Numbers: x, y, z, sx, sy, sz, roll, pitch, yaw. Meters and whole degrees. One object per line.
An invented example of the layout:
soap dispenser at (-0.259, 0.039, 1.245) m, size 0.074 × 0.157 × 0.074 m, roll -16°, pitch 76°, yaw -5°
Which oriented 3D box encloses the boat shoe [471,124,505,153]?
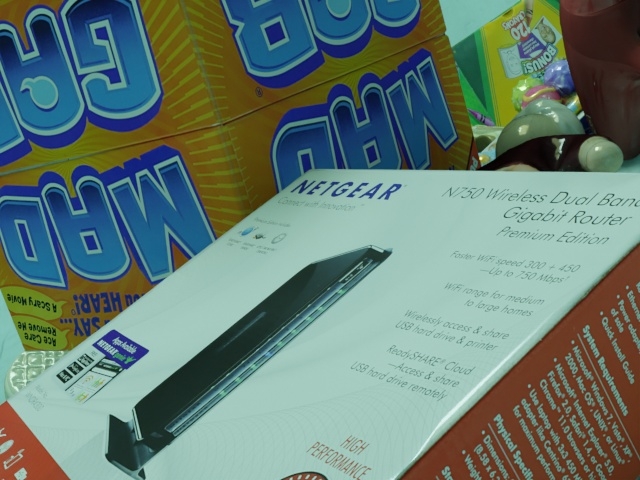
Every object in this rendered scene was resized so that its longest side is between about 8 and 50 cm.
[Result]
boat shoe at (0.239, -0.141, 1.303) m, size 0.048 × 0.056 × 0.153 m, roll -25°, pitch 7°, yaw -8°

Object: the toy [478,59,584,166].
toy at (0.250, -0.154, 1.062) m, size 0.237 × 0.056 × 0.137 m, roll -48°, pitch 19°, yaw 3°

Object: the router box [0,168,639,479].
router box at (-0.016, 0.080, 0.462) m, size 0.301 × 0.082 × 0.335 m, roll -39°, pitch 21°, yaw -21°

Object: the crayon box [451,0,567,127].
crayon box at (0.315, -0.281, 1.448) m, size 0.278 × 0.165 × 0.081 m, roll -37°, pitch 8°, yaw -26°

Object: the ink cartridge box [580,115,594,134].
ink cartridge box at (0.383, -0.221, 1.176) m, size 0.175 × 0.069 × 0.371 m, roll -25°, pitch 13°, yaw 50°

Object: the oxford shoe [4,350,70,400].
oxford shoe at (-0.266, 0.141, 1.325) m, size 0.449 × 0.169 × 0.130 m, roll -38°, pitch -30°, yaw -44°

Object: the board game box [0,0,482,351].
board game box at (-0.109, -0.129, 0.879) m, size 0.356 × 0.356 × 0.356 m, roll -6°, pitch 17°, yaw 39°

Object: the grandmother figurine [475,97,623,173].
grandmother figurine at (0.158, -0.036, 0.765) m, size 0.207 × 0.104 × 0.342 m, roll -19°, pitch 16°, yaw 33°

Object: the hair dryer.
hair dryer at (0.260, -0.139, 0.723) m, size 0.080 × 0.224 × 0.293 m, roll -18°, pitch -15°, yaw 0°
